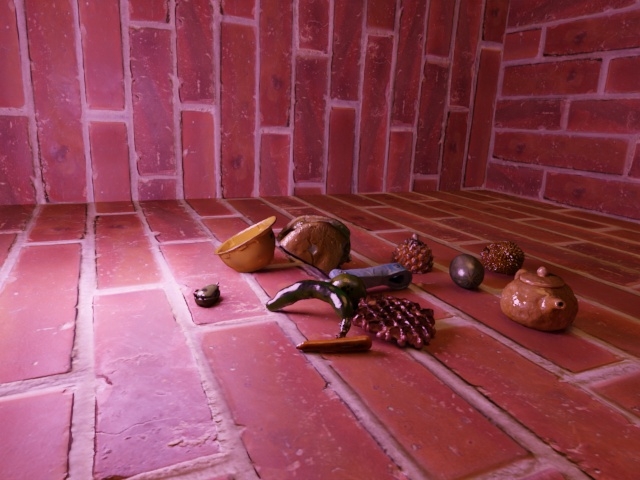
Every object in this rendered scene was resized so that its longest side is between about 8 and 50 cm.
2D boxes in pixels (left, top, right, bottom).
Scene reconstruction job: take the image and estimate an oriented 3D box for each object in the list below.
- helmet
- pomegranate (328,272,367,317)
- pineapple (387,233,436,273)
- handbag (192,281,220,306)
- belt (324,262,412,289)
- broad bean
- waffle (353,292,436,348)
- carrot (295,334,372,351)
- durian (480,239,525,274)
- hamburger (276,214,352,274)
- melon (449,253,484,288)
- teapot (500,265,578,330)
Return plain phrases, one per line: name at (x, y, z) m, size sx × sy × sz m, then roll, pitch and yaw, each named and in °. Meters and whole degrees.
helmet at (-0.240, 0.035, 1.694) m, size 0.257 × 0.140 × 0.205 m, roll -26°, pitch 16°, yaw 4°
pomegranate at (0.076, 0.166, 1.364) m, size 0.122 × 0.122 × 0.161 m, roll 2°, pitch 42°, yaw -3°
pineapple at (0.355, 0.038, 1.810) m, size 0.176 × 0.136 × 0.161 m, roll -4°, pitch 17°, yaw -26°
handbag at (-0.338, 0.160, 1.417) m, size 0.072 × 0.047 × 0.111 m, roll 8°, pitch 18°, yaw 16°
belt at (0.162, 0.131, 1.548) m, size 0.303 × 0.087 × 0.072 m, roll -5°, pitch 29°, yaw -23°
broad bean at (-0.021, 0.172, 1.315) m, size 0.292 × 0.049 × 0.144 m, roll 15°, pitch 62°, yaw 36°
waffle at (0.206, 0.212, 1.286) m, size 0.221 × 0.055 × 0.234 m, roll 16°, pitch 23°, yaw 16°
carrot at (0.034, 0.254, 1.156) m, size 0.190 × 0.037 × 0.037 m, roll -1°, pitch 16°, yaw -7°
durian at (0.696, 0.063, 1.799) m, size 0.168 × 0.136 × 0.158 m, roll 7°, pitch -7°, yaw -18°
hamburger at (0.000, 0.000, 1.687) m, size 0.288 × 0.192 × 0.168 m, roll 29°, pitch 1°, yaw -19°
melon at (0.504, 0.106, 1.633) m, size 0.114 × 0.114 × 0.167 m, roll 2°, pitch 18°, yaw -1°
teapot at (0.638, 0.152, 1.384) m, size 0.204 × 0.166 × 0.311 m, roll 3°, pitch 15°, yaw 3°
